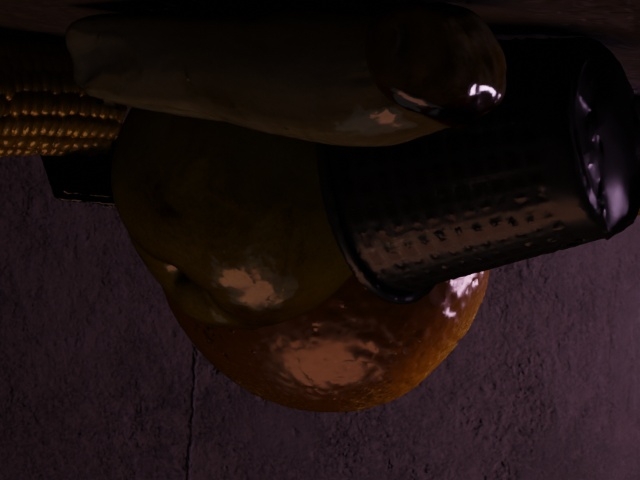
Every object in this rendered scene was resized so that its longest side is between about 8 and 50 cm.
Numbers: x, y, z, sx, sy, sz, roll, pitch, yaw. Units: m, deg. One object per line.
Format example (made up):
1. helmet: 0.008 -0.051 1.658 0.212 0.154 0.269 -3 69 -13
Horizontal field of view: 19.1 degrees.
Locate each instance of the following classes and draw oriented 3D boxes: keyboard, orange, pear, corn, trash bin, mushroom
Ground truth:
1. keyboard: -0.192 -0.088 1.487 0.072 0.023 0.231 9 -153 -22
2. orange: 0.000 0.000 1.495 0.274 0.274 0.274 4 180 0
3. pear: -0.046 -0.040 1.278 0.200 0.200 0.200 4 180 0
4. corn: -0.249 -0.104 1.357 0.244 0.093 0.093 -4 -175 -38
5. trash bin: 0.105 -0.054 1.162 0.161 0.175 0.175 -9 173 32
6. mushroom: -0.026 -0.096 1.083 0.100 0.081 0.312 12 176 -43

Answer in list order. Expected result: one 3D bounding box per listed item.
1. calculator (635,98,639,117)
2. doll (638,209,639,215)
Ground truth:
1. calculator: 0.221 -0.096 1.569 0.246 0.045 0.141 3 -179 -19
2. doll: 0.381 0.025 1.391 0.187 0.376 0.365 -27 -164 -17
